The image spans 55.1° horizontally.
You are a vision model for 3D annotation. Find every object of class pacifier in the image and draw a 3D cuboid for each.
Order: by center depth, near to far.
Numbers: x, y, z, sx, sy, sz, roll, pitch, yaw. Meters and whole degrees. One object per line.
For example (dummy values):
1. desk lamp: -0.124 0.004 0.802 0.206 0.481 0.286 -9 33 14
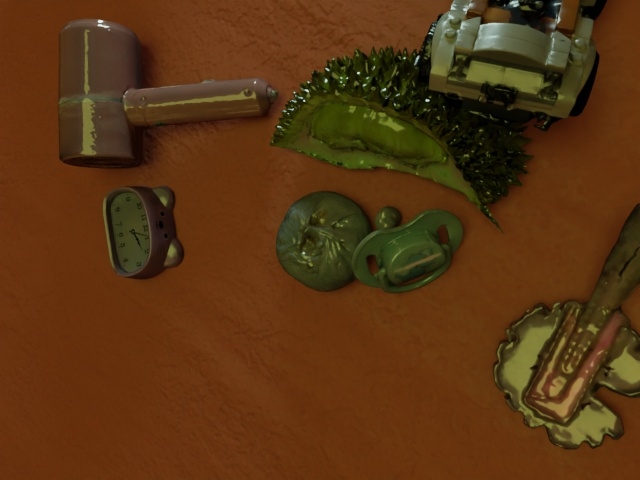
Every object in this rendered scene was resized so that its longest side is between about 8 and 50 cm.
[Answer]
1. pacifier: 0.108 0.003 0.802 0.150 0.126 0.116 -28 42 3

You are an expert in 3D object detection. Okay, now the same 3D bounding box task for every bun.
1. bun: 0.000 0.000 0.841 0.141 0.083 0.140 -1 87 25

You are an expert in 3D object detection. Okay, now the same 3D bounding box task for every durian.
1. durian: 0.104 -0.157 0.806 0.352 0.158 0.169 19 131 21

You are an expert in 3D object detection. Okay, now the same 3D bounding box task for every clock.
1. clock: -0.284 -0.017 0.974 0.110 0.050 0.152 -12 85 21

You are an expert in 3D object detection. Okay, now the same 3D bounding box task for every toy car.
1. toy car: 0.227 -0.272 0.695 0.193 0.118 0.301 17 72 13

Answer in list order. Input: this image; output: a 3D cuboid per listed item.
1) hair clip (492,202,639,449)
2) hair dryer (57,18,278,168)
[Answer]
1. hair clip: 0.322 0.096 0.714 0.173 0.069 0.300 29 110 21
2. hair dryer: -0.232 -0.227 0.936 0.353 0.125 0.210 -2 87 12
